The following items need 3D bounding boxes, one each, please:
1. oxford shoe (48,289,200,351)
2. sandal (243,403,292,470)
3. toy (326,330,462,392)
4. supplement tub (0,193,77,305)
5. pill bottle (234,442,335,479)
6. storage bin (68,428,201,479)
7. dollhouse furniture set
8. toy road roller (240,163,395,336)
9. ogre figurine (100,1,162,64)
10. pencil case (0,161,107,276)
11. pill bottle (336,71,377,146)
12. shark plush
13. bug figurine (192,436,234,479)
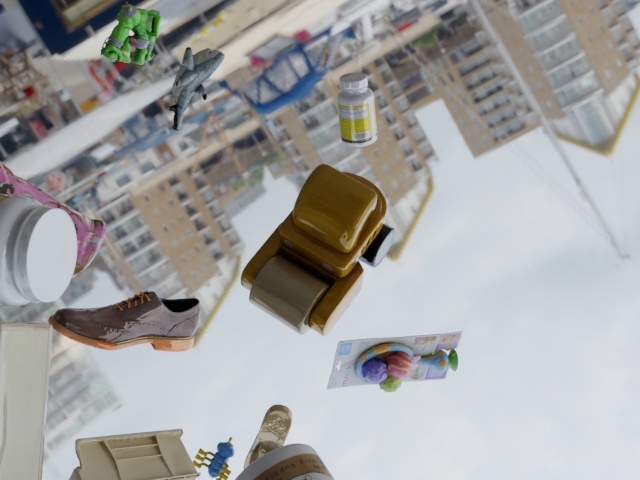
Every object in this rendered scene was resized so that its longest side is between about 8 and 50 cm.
[{"bbox_3d":[-0.439,0.168,2.001,0.363,0.133,0.130,7,-160,-43],"label":"oxford shoe"},{"bbox_3d":[-0.113,0.460,1.825,0.088,0.240,0.079,14,-158,0],"label":"sandal"},{"bbox_3d":[0.140,0.233,1.590,0.237,0.137,0.056,-5,-136,-18],"label":"toy"},{"bbox_3d":[-0.436,0.009,1.143,0.199,0.144,0.144,6,-160,14],"label":"supplement tub"},{"bbox_3d":[-0.006,0.371,1.057,0.131,0.229,0.131,-24,142,-20],"label":"pill bottle"},{"bbox_3d":[-0.415,0.524,1.770,0.260,0.123,0.262,5,125,-41],"label":"storage bin"},{"bbox_3d":[-0.584,0.231,1.175,0.394,0.257,0.362,1,174,7],"label":"dollhouse furniture set"},{"bbox_3d":[0.000,0.000,1.745,0.329,0.202,0.241,-52,162,-24],"label":"toy road roller"},{"bbox_3d":[-0.390,-0.435,1.860,0.197,0.097,0.118,-2,121,-58],"label":"ogre figurine"},{"bbox_3d":[-0.651,-0.066,1.896,0.160,0.386,0.167,-20,-138,46],"label":"pencil case"},{"bbox_3d":[0.062,-0.225,1.504,0.065,0.116,0.065,-5,-150,3],"label":"pill bottle"},{"bbox_3d":[-0.229,-0.275,1.574,0.073,0.067,0.161,133,-23,-71],"label":"shark plush"},{"bbox_3d":[-0.165,0.565,1.878,0.216,0.279,0.072,-58,165,13],"label":"bug figurine"}]
